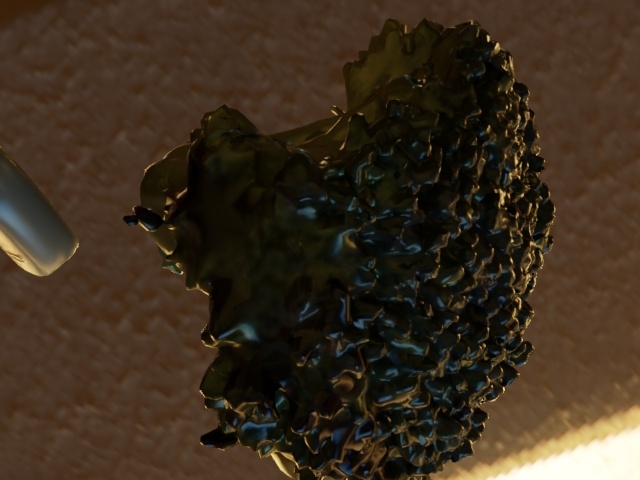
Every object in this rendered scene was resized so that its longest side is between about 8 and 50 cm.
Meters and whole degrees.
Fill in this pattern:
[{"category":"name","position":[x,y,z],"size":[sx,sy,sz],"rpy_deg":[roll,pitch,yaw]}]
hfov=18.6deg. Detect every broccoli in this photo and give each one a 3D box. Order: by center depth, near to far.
[{"category":"broccoli","position":[0.000,-0.011,1.313],"size":[0.281,0.293,0.348],"rpy_deg":[7,-109,33]}]

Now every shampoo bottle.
[{"category":"shampoo bottle","position":[-0.221,-0.042,1.279],"size":[0.045,0.152,0.077],"rpy_deg":[-46,-138,-14]}]
